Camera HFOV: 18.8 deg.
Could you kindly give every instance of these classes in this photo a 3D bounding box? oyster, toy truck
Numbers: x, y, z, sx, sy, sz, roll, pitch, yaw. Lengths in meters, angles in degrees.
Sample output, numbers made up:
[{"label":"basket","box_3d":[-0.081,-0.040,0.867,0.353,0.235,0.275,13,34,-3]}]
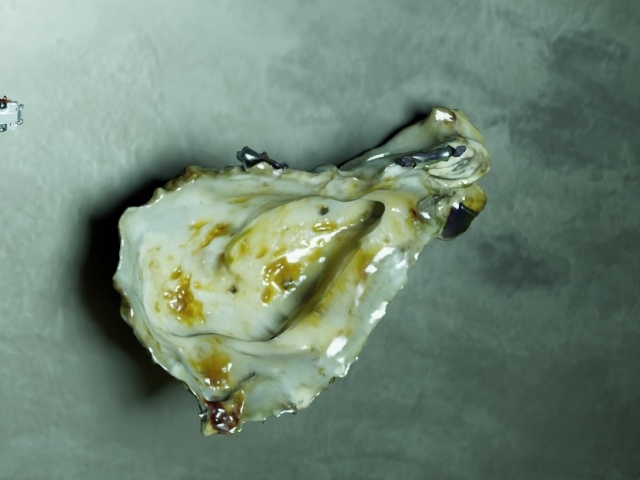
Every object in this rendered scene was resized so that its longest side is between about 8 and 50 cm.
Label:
[{"label":"oyster","box_3d":[-0.004,-0.007,1.409,0.337,0.133,0.198,-31,118,-23]},{"label":"toy truck","box_3d":[-0.236,-0.084,1.297,0.083,0.032,0.024,-5,105,-28]}]
